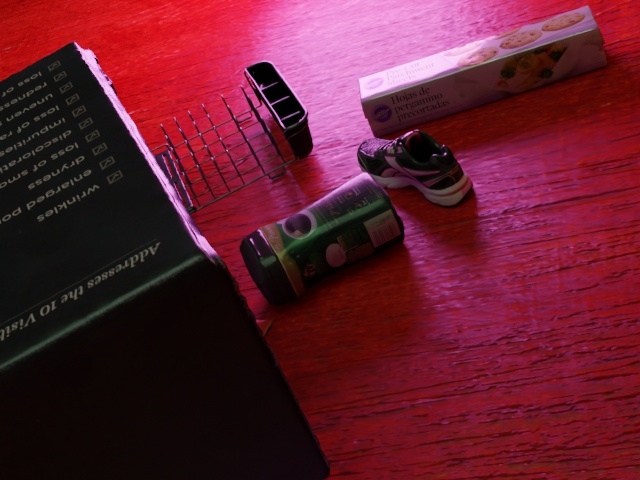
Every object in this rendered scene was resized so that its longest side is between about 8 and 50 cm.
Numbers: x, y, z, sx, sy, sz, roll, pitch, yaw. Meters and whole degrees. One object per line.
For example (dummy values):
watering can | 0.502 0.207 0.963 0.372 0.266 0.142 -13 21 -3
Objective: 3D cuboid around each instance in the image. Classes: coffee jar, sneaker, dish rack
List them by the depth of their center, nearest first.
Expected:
coffee jar | 0.000 0.000 1.255 0.184 0.079 0.096 -28 40 -5
sneaker | 0.113 -0.107 1.322 0.178 0.077 0.072 20 54 44
dish rack | -0.152 -0.131 1.502 0.272 0.074 0.208 -27 36 -3

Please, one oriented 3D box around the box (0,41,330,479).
box | -0.323 0.111 1.015 0.480 0.297 0.471 -29 36 -7

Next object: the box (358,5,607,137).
box | 0.213 -0.223 1.417 0.324 0.063 0.067 -16 37 12

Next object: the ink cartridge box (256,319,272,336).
ink cartridge box | -0.234 0.166 1.198 0.296 0.066 0.261 -2 44 27
